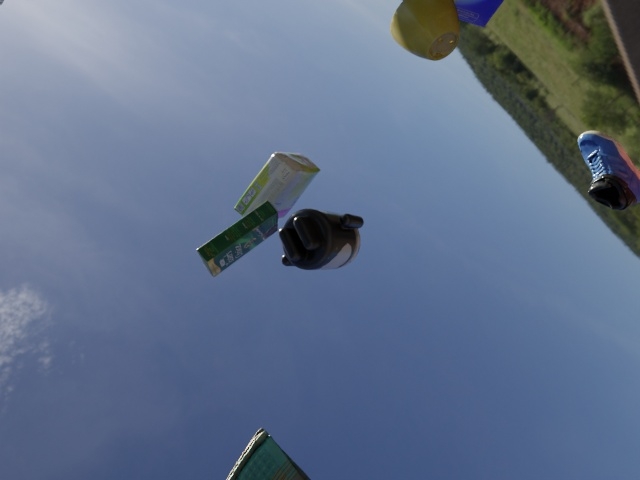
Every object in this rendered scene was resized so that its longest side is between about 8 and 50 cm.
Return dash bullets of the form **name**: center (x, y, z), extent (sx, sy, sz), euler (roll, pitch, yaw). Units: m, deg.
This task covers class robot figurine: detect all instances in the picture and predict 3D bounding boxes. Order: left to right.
- **robot figurine**: center (0.002, 0.001, 1.474), extent (0.208, 0.174, 0.278), euler (9, -177, 30)

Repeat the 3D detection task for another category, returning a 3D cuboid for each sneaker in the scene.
- **sneaker**: center (0.483, -0.118, 0.889), extent (0.084, 0.058, 0.152), euler (-26, -106, -23)

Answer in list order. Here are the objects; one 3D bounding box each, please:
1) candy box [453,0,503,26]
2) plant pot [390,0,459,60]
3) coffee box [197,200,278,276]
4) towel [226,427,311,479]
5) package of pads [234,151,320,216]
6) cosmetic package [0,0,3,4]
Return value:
- **candy box**: center (0.279, -0.593, 0.970), extent (0.267, 0.317, 0.122), euler (12, -117, -15)
- **plant pot**: center (0.217, -0.409, 1.015), extent (0.134, 0.134, 0.095), euler (8, -131, -50)
- **coffee box**: center (-0.173, -0.001, 1.119), extent (0.040, 0.184, 0.113), euler (50, 163, 12)
- **towel**: center (-0.119, 0.576, 0.936), extent (0.272, 0.040, 0.370), euler (52, -135, -12)
- **package of pads**: center (-0.125, -0.173, 1.668), extent (0.101, 0.229, 0.296), euler (41, -163, 6)
- **cosmetic package**: center (-0.523, -0.493, 0.810), extent (0.117, 0.085, 0.231), euler (15, -115, -11)
